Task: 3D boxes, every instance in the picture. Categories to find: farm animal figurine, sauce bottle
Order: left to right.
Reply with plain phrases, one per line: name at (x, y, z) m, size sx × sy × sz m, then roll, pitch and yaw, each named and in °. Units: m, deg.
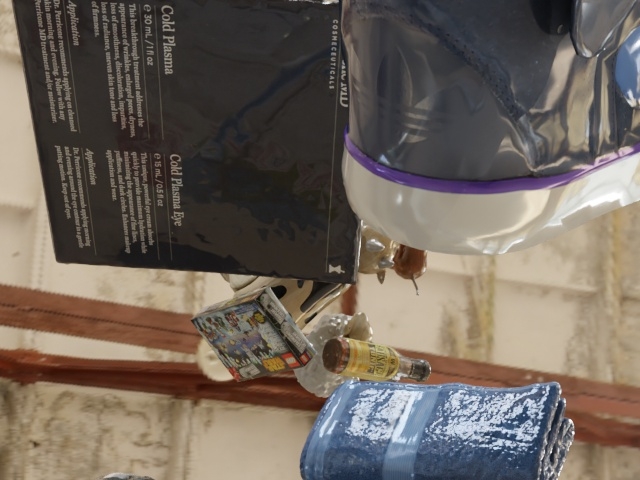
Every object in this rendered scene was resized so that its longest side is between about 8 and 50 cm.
farm animal figurine at (0.000, 0.000, 1.435) m, size 0.330 × 0.172 × 0.327 m, roll 36°, pitch -89°, yaw -24°
sauce bottle at (0.064, 0.133, 1.301) m, size 0.128 × 0.042 × 0.042 m, roll 11°, pitch -105°, yaw -32°

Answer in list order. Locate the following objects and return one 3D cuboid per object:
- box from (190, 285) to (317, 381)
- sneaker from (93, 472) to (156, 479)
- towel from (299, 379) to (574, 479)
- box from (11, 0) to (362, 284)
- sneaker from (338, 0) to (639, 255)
box at (-0.076, 0.106, 1.317) m, size 0.094 × 0.137 × 0.027 m, roll 54°, pitch -127°, yaw -12°
sneaker at (-0.001, 0.138, 0.482) m, size 0.132 × 0.229 × 0.086 m, roll -19°, pitch -125°, yaw 2°
towel at (0.053, 0.092, 0.554) m, size 0.067 × 0.119 × 0.029 m, roll -56°, pitch -42°, yaw -49°
box at (-0.104, -0.143, 1.152) m, size 0.312 × 0.343 × 0.179 m, roll 5°, pitch -136°, yaw 1°
sneaker at (0.132, -0.147, 0.502) m, size 0.323 × 0.130 × 0.236 m, roll -25°, pitch -50°, yaw -43°
